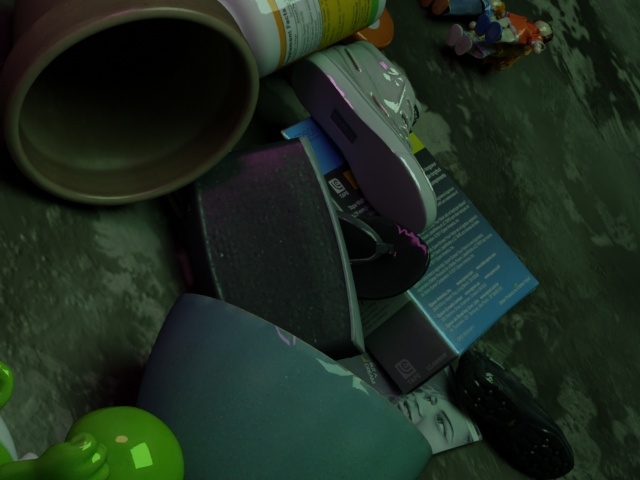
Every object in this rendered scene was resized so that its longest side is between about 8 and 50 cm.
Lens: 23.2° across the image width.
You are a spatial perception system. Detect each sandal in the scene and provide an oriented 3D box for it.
[{"bbox_3d":[-0.001,0.001,1.756,0.255,0.054,0.097,16,79,-1],"label":"sandal"}]

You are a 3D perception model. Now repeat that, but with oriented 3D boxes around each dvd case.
[{"bbox_3d":[0.098,0.183,1.868,0.221,0.018,0.164,-6,69,-51],"label":"dvd case"}]

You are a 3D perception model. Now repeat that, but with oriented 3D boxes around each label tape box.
[{"bbox_3d":[0.087,-0.008,1.912,0.333,0.106,0.241,51,36,5],"label":"label tape box"}]

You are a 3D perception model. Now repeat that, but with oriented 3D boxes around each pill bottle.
[{"bbox_3d":[-0.057,-0.266,1.783,0.246,0.136,0.136,-29,87,-28],"label":"pill bottle"}]

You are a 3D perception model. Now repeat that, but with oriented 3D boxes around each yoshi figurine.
[{"bbox_3d":[-0.261,0.167,1.317,0.362,0.203,0.203,37,40,-27],"label":"yoshi figurine"}]

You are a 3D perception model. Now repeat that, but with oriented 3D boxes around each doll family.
[{"bbox_3d":[0.239,-0.341,2.354,0.163,0.118,0.263,-4,49,-43],"label":"doll family"}]

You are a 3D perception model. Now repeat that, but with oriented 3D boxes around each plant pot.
[{"bbox_3d":[-0.068,0.212,1.483,0.290,0.290,0.195,40,73,-22],"label":"plant pot"},{"bbox_3d":[-0.222,-0.202,1.625,0.263,0.263,0.229,18,32,-41],"label":"plant pot"}]

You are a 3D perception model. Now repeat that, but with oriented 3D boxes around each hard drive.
[{"bbox_3d":[-0.053,0.016,1.695,0.172,0.054,0.254,-13,80,-11],"label":"hard drive"}]

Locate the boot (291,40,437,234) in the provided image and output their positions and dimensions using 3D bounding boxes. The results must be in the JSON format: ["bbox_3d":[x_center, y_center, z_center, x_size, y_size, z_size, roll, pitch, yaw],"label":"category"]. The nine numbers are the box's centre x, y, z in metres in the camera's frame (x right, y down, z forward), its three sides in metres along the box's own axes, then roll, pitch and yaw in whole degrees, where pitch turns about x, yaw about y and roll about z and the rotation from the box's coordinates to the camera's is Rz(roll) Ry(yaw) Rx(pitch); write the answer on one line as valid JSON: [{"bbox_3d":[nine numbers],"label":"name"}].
[{"bbox_3d":[0.084,-0.132,1.840,0.123,0.095,0.258,-25,74,-37],"label":"boot"}]

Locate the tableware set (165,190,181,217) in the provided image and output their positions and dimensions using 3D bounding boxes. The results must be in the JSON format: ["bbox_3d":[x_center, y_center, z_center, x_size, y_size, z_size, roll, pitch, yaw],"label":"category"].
[{"bbox_3d":[-0.151,-0.110,1.744,0.104,0.024,0.154,-28,84,-19],"label":"tableware set"}]

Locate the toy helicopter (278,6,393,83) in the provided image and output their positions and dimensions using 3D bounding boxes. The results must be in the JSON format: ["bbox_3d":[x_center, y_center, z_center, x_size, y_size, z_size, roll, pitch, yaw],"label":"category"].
[{"bbox_3d":[-0.089,-0.319,1.927,0.355,0.140,0.235,-1,68,-40],"label":"toy helicopter"}]

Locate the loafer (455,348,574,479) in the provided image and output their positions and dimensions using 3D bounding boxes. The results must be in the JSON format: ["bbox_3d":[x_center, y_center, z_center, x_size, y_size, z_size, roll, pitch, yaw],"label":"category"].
[{"bbox_3d":[0.248,0.218,1.962,0.223,0.076,0.078,46,24,-28],"label":"loafer"}]
